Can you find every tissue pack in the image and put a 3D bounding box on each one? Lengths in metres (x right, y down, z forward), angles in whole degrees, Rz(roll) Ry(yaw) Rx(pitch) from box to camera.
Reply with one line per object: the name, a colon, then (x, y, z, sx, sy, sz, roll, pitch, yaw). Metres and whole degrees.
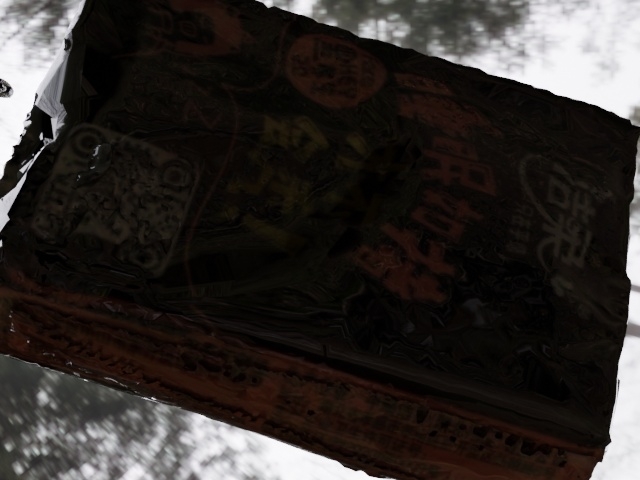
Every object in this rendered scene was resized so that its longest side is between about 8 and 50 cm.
tissue pack: (0.000, 0.000, 0.837, 0.332, 0.123, 0.245, 17, -127, -3)

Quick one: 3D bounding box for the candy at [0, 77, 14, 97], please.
candy: (-0.288, -0.106, 0.774, 0.271, 0.143, 0.101, 12, -87, -10)
